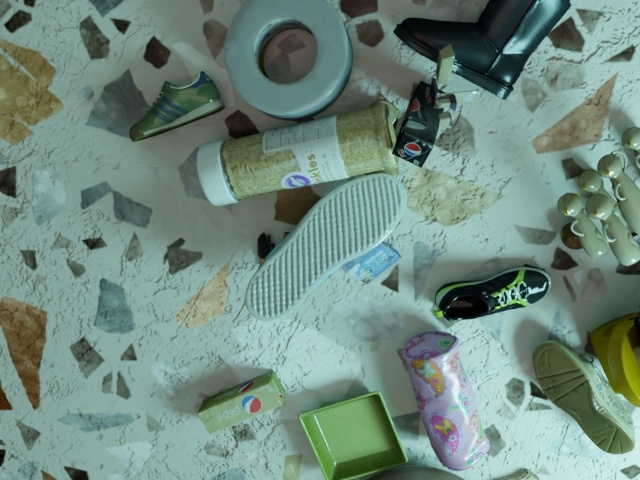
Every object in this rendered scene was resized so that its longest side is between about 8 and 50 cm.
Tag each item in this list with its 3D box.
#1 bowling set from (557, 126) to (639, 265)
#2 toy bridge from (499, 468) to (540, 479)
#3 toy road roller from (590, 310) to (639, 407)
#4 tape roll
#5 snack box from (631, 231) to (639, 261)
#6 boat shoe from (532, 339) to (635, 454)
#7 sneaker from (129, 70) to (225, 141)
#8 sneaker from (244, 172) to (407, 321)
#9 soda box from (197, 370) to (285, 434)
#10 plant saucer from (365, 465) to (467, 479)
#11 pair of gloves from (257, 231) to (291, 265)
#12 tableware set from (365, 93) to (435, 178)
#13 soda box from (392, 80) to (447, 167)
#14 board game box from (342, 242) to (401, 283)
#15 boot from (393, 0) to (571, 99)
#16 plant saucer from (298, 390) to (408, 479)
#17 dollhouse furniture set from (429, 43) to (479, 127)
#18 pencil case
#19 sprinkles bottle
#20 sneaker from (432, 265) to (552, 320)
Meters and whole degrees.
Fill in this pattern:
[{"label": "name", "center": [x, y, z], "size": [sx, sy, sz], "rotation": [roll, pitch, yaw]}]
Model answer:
[{"label": "bowling set", "center": [0.483, -0.062, 1.211], "size": [0.200, 0.287, 0.154], "rotation": [-27, 99, 48]}, {"label": "toy bridge", "center": [0.395, 0.569, 1.503], "size": [0.063, 0.026, 0.188], "rotation": [39, 108, -6]}, {"label": "toy road roller", "center": [0.670, 0.187, 1.275], "size": [0.329, 0.240, 0.202], "rotation": [-23, 90, -24]}, {"label": "tape roll", "center": [-0.055, -0.324, 1.194], "size": [0.219, 0.072, 0.219], "rotation": [0, 91, 10]}, {"label": "snack box", "center": [0.679, -0.020, 1.281], "size": [0.178, 0.022, 0.064], "rotation": [-27, 105, 13]}, {"label": "boat shoe", "center": [0.532, 0.304, 1.380], "size": [0.104, 0.089, 0.285], "rotation": [-30, 102, 41]}, {"label": "sneaker", "center": [-0.280, -0.255, 1.279], "size": [0.192, 0.064, 0.086], "rotation": [-18, 98, 11]}, {"label": "sneaker", "center": [0.000, 0.000, 1.299], "size": [0.366, 0.150, 0.135], "rotation": [-38, 98, 1]}, {"label": "soda box", "center": [-0.170, 0.348, 1.467], "size": [0.181, 0.058, 0.061], "rotation": [-25, 104, 12]}, {"label": "plant saucer", "center": [0.217, 0.623, 1.499], "size": [0.310, 0.050, 0.310], "rotation": [4, 120, 7]}, {"label": "pair of gloves", "center": [-0.087, 0.018, 1.374], "size": [0.083, 0.010, 0.074], "rotation": [-1, 110, 9]}, {"label": "tableware set", "center": [0.119, -0.179, 1.283], "size": [0.141, 0.020, 0.168], "rotation": [42, 110, -6]}, {"label": "soda box", "center": [0.175, -0.205, 1.190], "size": [0.060, 0.169, 0.053], "rotation": [25, 136, -4]}, {"label": "board game box", "center": [0.100, 0.043, 1.329], "size": [0.090, 0.090, 0.020], "rotation": [-41, 55, 16]}, {"label": "boot", "center": [0.275, -0.382, 1.160], "size": [0.246, 0.094, 0.207], "rotation": [25, 113, -10]}, {"label": "plant saucer", "center": [0.072, 0.417, 1.473], "size": [0.188, 0.045, 0.188], "rotation": [-19, 105, 11]}, {"label": "dollhouse furniture set", "center": [0.236, -0.259, 1.132], "size": [0.081, 0.091, 0.114], "rotation": [-4, 144, -3]}, {"label": "pencil case", "center": [0.258, 0.325, 1.391], "size": [0.124, 0.124, 0.284], "rotation": [-17, 107, 11]}, {"label": "sprinkles bottle", "center": [-0.042, -0.155, 1.243], "size": [0.355, 0.121, 0.121], "rotation": [-11, 107, 13]}, {"label": "sneaker", "center": [0.335, 0.118, 1.320], "size": [0.235, 0.097, 0.084], "rotation": [-15, 107, 10]}]
